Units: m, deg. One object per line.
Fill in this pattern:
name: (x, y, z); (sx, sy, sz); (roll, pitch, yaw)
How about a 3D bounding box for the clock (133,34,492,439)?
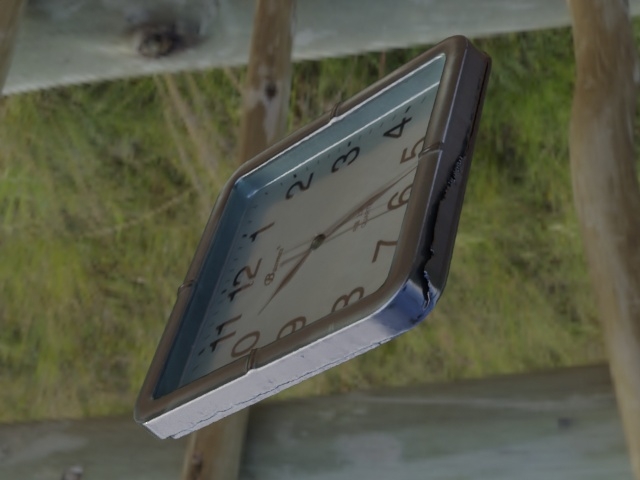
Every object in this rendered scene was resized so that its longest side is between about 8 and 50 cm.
clock: (0.001, 0.000, 0.969); (0.049, 0.273, 0.279); (41, 133, -23)
